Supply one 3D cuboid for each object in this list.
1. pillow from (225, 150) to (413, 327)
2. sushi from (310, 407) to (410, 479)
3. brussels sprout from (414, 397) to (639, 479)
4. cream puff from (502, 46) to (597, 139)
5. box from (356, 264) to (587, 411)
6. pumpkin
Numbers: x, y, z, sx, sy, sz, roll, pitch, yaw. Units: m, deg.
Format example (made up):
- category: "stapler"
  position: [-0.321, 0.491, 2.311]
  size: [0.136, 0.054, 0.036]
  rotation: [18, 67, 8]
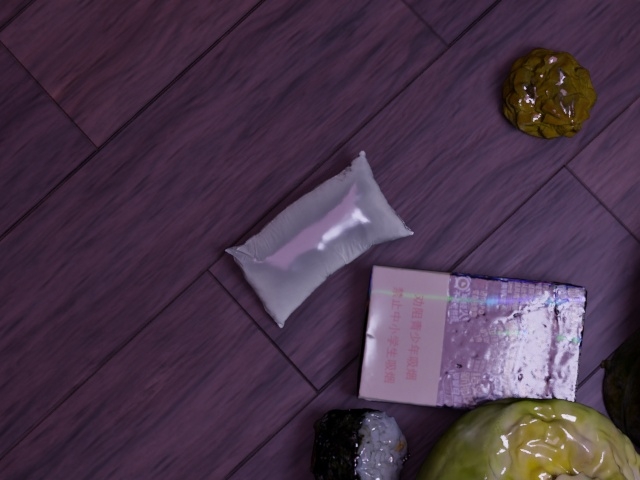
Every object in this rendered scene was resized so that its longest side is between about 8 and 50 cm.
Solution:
- category: "pillow"
  position: [0.001, 0.000, 1.569]
  size: [0.254, 0.078, 0.144]
  rotation: [-36, 92, -1]
- category: "sushi"
  position: [0.055, 0.342, 1.496]
  size: [0.115, 0.147, 0.212]
  rotation: [-15, 71, 44]
- category: "brussels sprout"
  position: [0.283, 0.368, 1.398]
  size: [0.344, 0.268, 0.344]
  rotation: [4, 111, 11]
- category: "cream puff"
  position: [0.333, -0.215, 1.556]
  size: [0.146, 0.116, 0.146]
  rotation: [0, 87, 4]
- category: "box"
  position: [0.213, 0.146, 1.534]
  size: [0.310, 0.084, 0.198]
  rotation: [6, 83, 4]
- category: "pumpkin"
  position: [0.491, 0.254, 1.496]
  size: [0.163, 0.111, 0.278]
  rotation: [-9, 84, 7]
